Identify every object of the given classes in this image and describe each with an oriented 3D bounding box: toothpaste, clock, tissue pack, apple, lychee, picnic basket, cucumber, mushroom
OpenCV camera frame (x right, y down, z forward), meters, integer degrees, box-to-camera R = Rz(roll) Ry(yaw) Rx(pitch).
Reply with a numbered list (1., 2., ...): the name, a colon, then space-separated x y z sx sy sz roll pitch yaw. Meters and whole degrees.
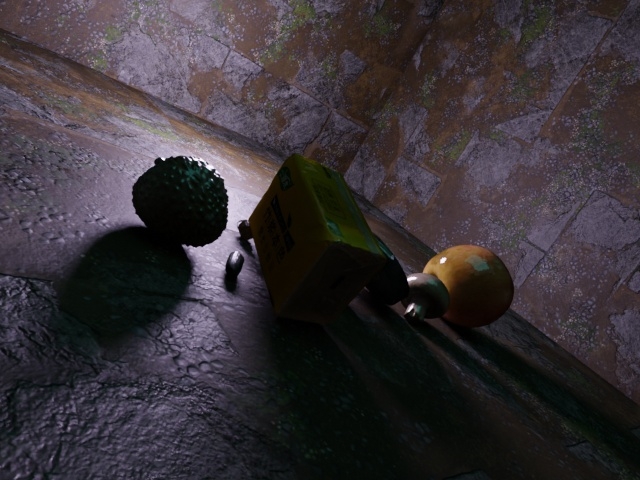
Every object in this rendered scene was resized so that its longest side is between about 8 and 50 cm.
1. toothpaste: 0.119 -0.031 1.561 0.297 0.048 0.075 37 11 4
2. clock: 0.194 0.093 1.744 0.319 0.066 0.319 49 -17 21
3. tissue pack: -0.027 -0.008 1.337 0.228 0.293 0.382 16 35 -33
4. apple: 0.617 0.191 2.063 0.364 0.364 0.364 29 14 -8
5. lychee: -0.374 -0.107 1.310 0.274 0.255 0.255 62 13 -4
6. picnic basket: -0.251 -0.047 1.658 0.072 0.072 0.083 22 26 -32
7. cucumber: -0.240 0.072 1.323 0.048 0.048 0.105 28 19 -12
8. mushroom: 0.384 0.232 1.835 0.204 0.204 0.204 29 14 -8
